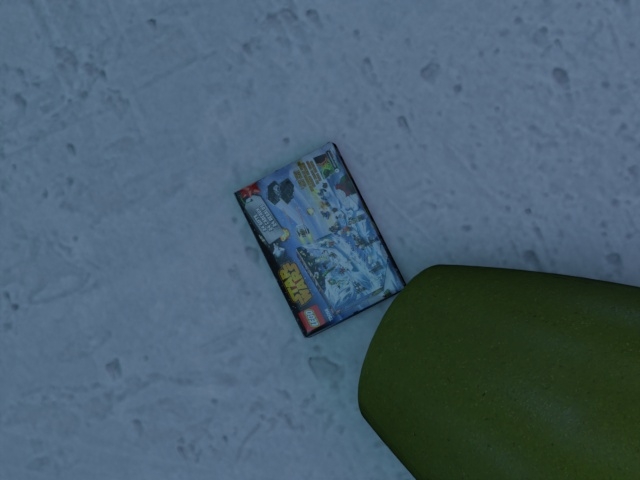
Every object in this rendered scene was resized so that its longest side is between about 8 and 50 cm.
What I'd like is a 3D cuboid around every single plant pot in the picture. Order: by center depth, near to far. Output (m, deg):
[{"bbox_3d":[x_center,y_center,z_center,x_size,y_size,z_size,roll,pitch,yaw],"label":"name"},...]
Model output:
[{"bbox_3d":[0.186,0.135,1.073,0.294,0.275,0.274,26,95,27],"label":"plant pot"}]

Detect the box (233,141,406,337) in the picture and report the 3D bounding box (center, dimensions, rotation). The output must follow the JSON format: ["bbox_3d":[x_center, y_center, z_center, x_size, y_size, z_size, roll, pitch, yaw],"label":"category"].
[{"bbox_3d":[0.000,0.000,1.209,0.094,0.027,0.137,-27,84,9],"label":"box"}]
